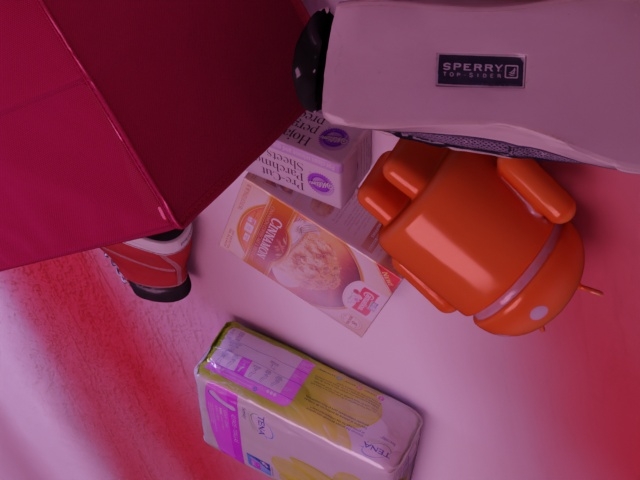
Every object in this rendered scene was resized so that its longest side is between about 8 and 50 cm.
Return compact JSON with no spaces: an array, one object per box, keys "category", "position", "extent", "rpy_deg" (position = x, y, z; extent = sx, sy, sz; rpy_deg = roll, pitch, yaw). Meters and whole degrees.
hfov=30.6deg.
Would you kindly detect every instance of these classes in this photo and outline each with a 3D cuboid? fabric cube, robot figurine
[{"category":"fabric cube","position":[-0.192,-0.155,0.948],"extent":[0.258,0.254,0.259],"rpy_deg":[-12,115,41]},{"category":"robot figurine","position":[0.140,-0.004,1.020],"extent":[0.219,0.158,0.128],"rpy_deg":[39,-173,-6]}]

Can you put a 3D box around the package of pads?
[{"category":"package of pads","position":[-0.018,0.244,1.519],"extent":[0.296,0.101,0.229],"rpy_deg":[25,148,15]}]

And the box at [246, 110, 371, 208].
[{"category":"box","position":[-0.106,-0.127,1.144],"extent":[0.324,0.063,0.067],"rpy_deg":[23,146,18]}]

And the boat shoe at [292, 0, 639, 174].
[{"category":"boat shoe","position":[0.158,-0.124,0.876],"extent":[0.340,0.158,0.127],"rpy_deg":[9,99,6]}]

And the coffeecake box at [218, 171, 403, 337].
[{"category":"coffeecake box","position":[0.000,0.000,1.210],"extent":[0.185,0.068,0.142],"rpy_deg":[32,147,3]}]

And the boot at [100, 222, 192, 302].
[{"category":"boot","position":[-0.271,-0.008,1.437],"extent":[0.244,0.088,0.176],"rpy_deg":[25,148,10]}]
